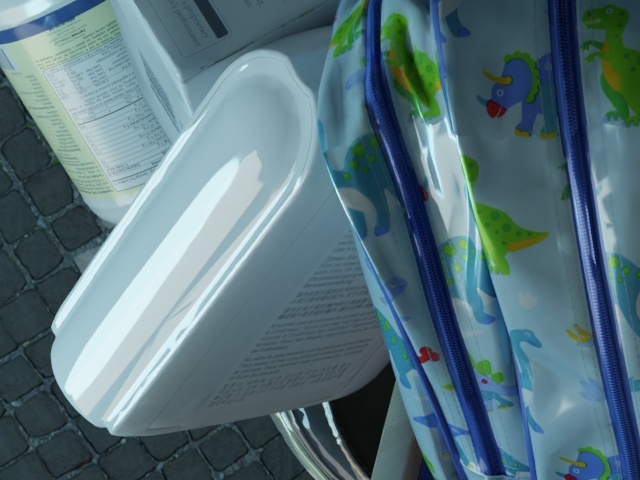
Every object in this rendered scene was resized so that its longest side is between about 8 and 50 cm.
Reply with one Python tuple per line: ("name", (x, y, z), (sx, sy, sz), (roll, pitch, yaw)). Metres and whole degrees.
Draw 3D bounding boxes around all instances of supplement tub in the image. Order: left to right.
("supplement tub", (-0.174, -0.163, 1.884), (0.325, 0.235, 0.235), (60, 169, -23))

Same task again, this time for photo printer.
("photo printer", (0.003, -0.015, 1.168), (0.307, 0.256, 0.107), (-52, 60, 36))

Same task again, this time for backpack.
("backpack", (0.138, -0.002, 0.945), (0.273, 0.290, 0.355), (8, 138, 10))

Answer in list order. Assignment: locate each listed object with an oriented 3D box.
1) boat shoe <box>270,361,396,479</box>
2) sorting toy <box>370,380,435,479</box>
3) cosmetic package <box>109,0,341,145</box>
("boat shoe", (0.015, 0.043, 1.485), (0.130, 0.132, 0.355), (-36, 73, 54))
("sorting toy", (0.125, 0.191, 1.412), (0.255, 0.089, 0.257), (-72, -27, -46))
("cosmetic package", (-0.006, -0.147, 1.206), (0.138, 0.225, 0.224), (59, 171, 23))
